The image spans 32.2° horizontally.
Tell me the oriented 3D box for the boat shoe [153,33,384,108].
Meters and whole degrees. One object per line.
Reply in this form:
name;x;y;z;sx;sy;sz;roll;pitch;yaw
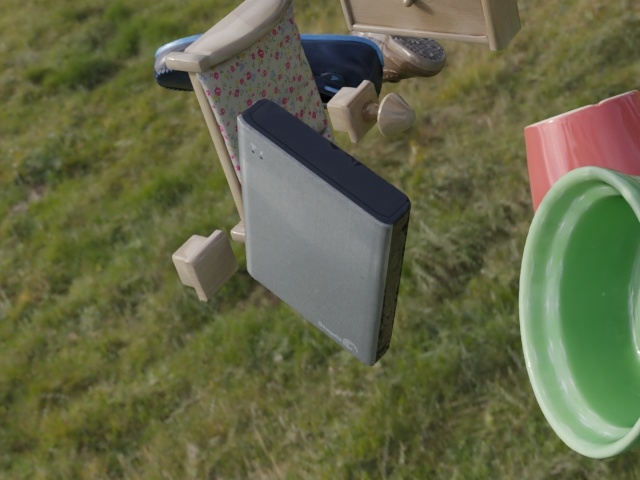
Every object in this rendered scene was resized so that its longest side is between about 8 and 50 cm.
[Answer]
boat shoe;-0.062;-0.176;1.212;0.258;0.109;0.089;0;80;16

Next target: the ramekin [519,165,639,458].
ramekin;0.343;0.074;1.176;0.148;0.304;0.303;0;26;-16

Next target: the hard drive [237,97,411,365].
hard drive;0.000;0.000;0.563;0.094;0.135;0.022;36;63;21

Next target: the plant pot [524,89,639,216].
plant pot;0.463;-0.101;1.814;0.274;0.243;0.275;-18;1;0

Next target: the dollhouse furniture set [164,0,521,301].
dollhouse furniture set;0.005;-0.160;0.935;0.173;0.303;0.355;13;47;36

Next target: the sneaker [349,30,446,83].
sneaker;0.089;-0.212;1.308;0.066;0.071;0.188;1;25;-24
